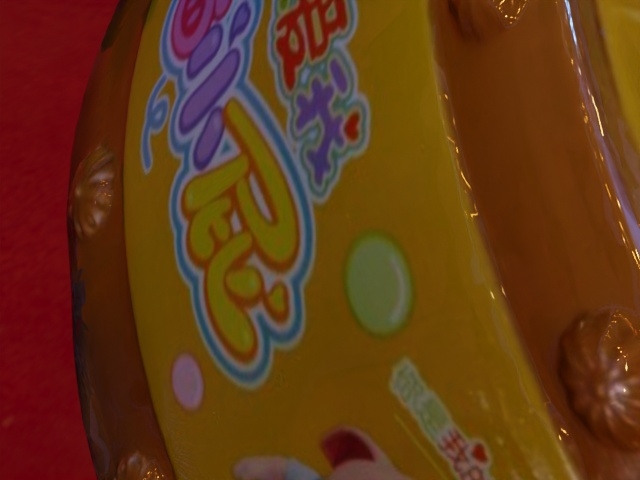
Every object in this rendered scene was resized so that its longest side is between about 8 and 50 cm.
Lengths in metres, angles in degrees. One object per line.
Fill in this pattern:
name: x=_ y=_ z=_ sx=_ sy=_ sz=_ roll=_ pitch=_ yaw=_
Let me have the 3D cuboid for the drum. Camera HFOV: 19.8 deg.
drum: x=0.150 y=0.003 z=0.535 sx=0.431 sy=0.431 sz=0.214 roll=54 pitch=139 yaw=-6
